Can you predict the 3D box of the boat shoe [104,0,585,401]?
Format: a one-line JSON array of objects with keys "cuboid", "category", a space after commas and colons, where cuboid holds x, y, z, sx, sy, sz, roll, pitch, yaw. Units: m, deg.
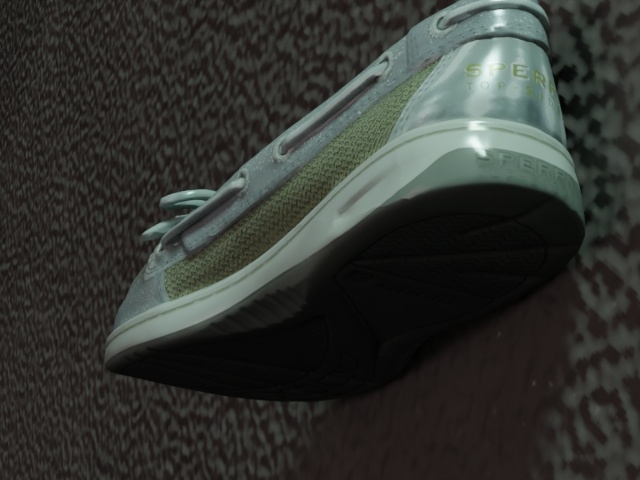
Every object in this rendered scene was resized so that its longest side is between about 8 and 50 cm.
[{"cuboid": [-0.002, -0.001, 0.669, 0.320, 0.118, 0.103, -36, 45, 54], "category": "boat shoe"}]
